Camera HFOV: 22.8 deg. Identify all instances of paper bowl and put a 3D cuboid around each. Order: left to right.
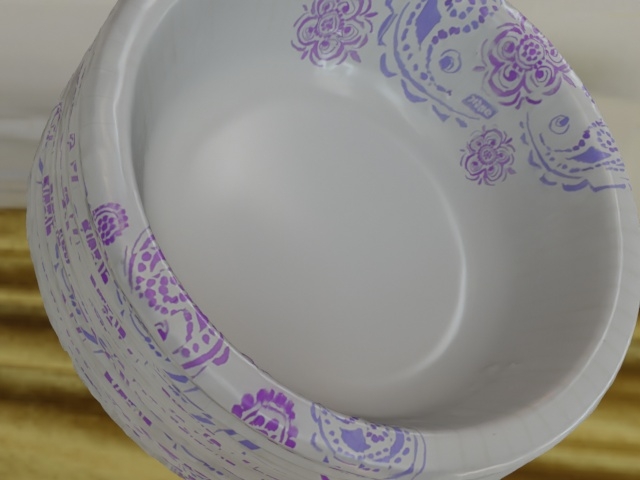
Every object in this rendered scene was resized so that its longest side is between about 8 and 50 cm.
[{"bbox_3d":[0.000,0.000,0.765,0.148,0.284,0.284,-45,-150,52],"label":"paper bowl"}]
